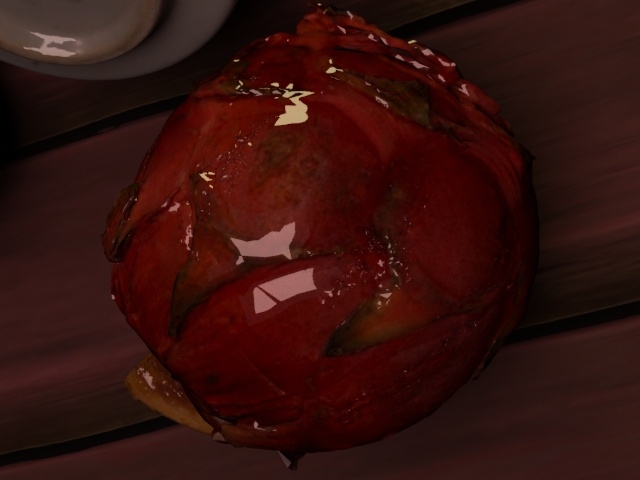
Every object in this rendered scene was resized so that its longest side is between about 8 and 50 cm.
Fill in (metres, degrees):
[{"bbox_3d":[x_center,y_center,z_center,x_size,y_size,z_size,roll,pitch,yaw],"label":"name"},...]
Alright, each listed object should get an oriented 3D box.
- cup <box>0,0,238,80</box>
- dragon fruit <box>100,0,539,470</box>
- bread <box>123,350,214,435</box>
[{"bbox_3d":[-0.180,-0.239,1.213,0.347,0.347,0.163,-6,49,21],"label":"cup"},{"bbox_3d":[0.000,0.000,1.204,0.302,0.295,0.295,-42,79,-5],"label":"dragon fruit"},{"bbox_3d":[-0.066,0.110,1.367,0.136,0.054,0.154,47,114,12],"label":"bread"}]
